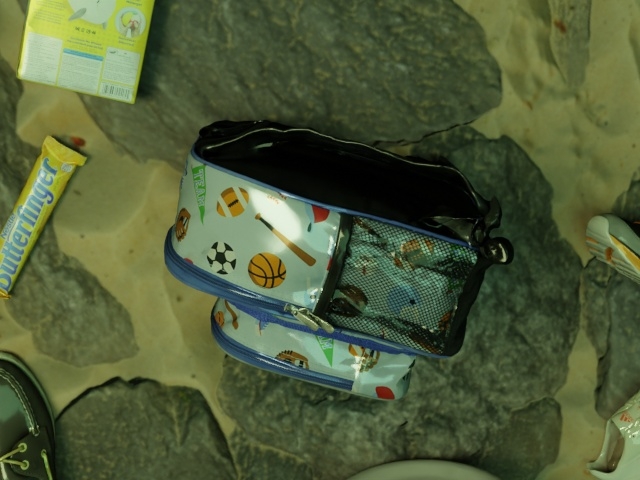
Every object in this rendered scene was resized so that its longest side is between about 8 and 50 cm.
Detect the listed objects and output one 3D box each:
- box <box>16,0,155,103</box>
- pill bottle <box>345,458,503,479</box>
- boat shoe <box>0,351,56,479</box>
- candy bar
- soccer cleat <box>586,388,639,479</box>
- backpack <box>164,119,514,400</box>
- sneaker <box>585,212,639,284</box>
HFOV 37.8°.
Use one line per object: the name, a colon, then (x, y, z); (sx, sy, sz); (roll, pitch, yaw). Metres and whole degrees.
box: (-0.194, -0.218, 0.805); (0.105, 0.043, 0.179); (11, 106, -14)
pill bottle: (0.112, 0.431, 0.961); (0.210, 0.210, 0.362); (-6, 105, -10)
boat shoe: (-0.293, 0.220, 0.897); (0.081, 0.068, 0.227); (-10, 108, -9)
candy bar: (-0.269, -0.018, 0.860); (0.040, 0.018, 0.161); (28, 98, -17)
soccer cleat: (0.364, 0.190, 1.028); (0.076, 0.068, 0.196); (19, 104, -13)
backpack: (0.000, 0.000, 0.809); (0.263, 0.276, 0.213); (22, 99, -4)
sneaker: (0.362, 0.016, 0.971); (0.215, 0.084, 0.083); (26, 97, -27)
